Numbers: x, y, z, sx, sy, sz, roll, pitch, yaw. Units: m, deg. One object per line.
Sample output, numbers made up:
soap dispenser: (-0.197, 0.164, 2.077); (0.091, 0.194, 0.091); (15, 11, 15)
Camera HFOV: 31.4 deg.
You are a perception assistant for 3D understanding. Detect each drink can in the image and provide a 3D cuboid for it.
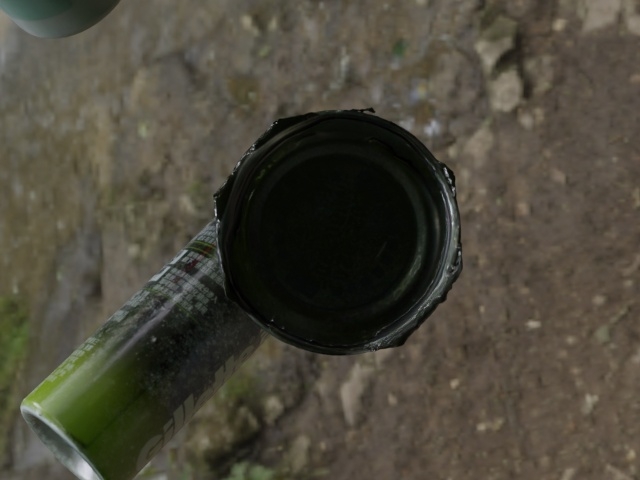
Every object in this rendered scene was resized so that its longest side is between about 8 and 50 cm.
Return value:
drink can: (0.000, 0.000, 0.532); (0.235, 0.097, 0.097); (172, 95, -86)

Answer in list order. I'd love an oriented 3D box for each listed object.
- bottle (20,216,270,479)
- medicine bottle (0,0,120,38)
bottle: (-0.068, 0.037, 0.839); (0.093, 0.330, 0.093); (35, 154, 20)
medicine bottle: (-0.248, -0.268, 0.716); (0.110, 0.352, 0.110); (-11, 61, 20)
